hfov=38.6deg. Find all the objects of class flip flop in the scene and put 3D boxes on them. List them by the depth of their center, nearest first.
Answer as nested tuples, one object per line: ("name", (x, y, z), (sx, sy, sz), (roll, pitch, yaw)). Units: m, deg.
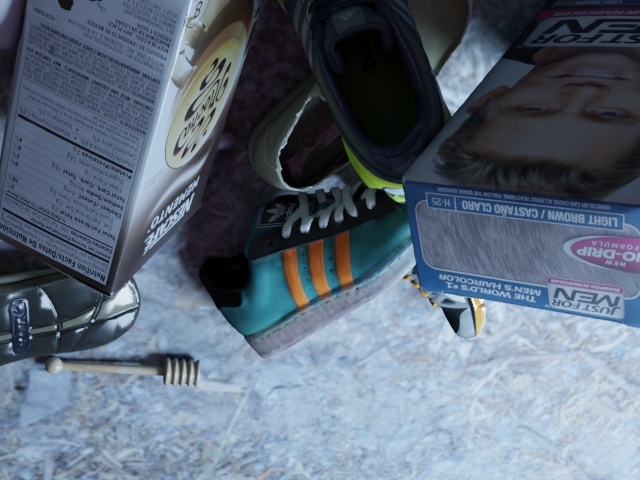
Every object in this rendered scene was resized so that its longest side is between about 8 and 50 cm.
("flip flop", (-0.314, 0.059, 0.875), (0.277, 0.080, 0.112), (-6, 118, -27))

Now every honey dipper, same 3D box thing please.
("honey dipper", (-0.209, 0.135, 0.970), (0.161, 0.030, 0.030), (6, 119, -12))

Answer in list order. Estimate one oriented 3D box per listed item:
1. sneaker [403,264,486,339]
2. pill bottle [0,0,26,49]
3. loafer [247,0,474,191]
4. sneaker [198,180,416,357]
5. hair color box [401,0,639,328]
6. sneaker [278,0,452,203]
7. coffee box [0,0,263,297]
("sneaker", (0.110, 0.017, 0.943), (0.083, 0.084, 0.214), (-24, 114, 6))
("pill bottle", (-0.329, -0.250, 0.624), (0.283, 0.160, 0.160), (16, 116, -19))
("loafer", (0.044, -0.136, 0.822), (0.102, 0.092, 0.268), (34, 109, -28))
("sneaker", (0.000, 0.000, 0.854), (0.121, 0.108, 0.302), (44, 123, -14))
("hair color box", (0.218, -0.087, 0.727), (0.174, 0.347, 0.105), (8, 128, 30))
("sneaker", (0.027, -0.177, 0.716), (0.111, 0.121, 0.299), (-26, 84, 5))
("coffee box", (-0.140, -0.128, 0.699), (0.119, 0.168, 0.297), (26, 125, 5))
